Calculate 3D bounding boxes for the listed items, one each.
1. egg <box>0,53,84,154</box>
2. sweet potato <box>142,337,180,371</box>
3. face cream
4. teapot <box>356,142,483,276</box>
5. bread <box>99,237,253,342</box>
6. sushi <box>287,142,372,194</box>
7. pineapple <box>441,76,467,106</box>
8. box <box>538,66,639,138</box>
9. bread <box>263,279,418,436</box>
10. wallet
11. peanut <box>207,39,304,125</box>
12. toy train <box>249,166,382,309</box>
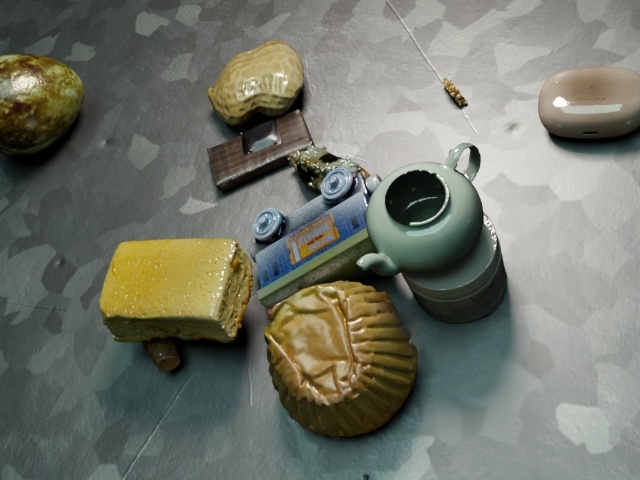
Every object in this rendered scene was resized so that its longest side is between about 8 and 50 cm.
[{"bbox_3d":[-0.713,-0.330,1.930,0.289,0.238,0.238,-20,54,-8],"label":"egg"},{"bbox_3d":[-0.347,0.149,1.613,0.067,0.059,0.281,-59,43,29],"label":"sweet potato"},{"bbox_3d":[0.232,0.040,1.413,0.177,0.153,0.177,-10,59,16],"label":"face cream"},{"bbox_3d":[0.168,-0.043,1.314,0.193,0.129,0.294,33,77,31],"label":"teapot"},{"bbox_3d":[-0.269,0.095,1.506,0.274,0.114,0.185,-3,57,24],"label":"bread"},{"bbox_3d":[0.010,-0.135,1.631,0.226,0.103,0.097,23,71,37],"label":"sushi"},{"bbox_3d":[0.275,-0.315,1.679,0.019,0.045,0.083,-38,58,10],"label":"pineapple"},{"bbox_3d":[0.518,-0.263,1.530,0.200,0.088,0.146,3,63,20],"label":"box"},{"bbox_3d":[0.027,0.199,1.364,0.274,0.149,0.274,-4,78,18],"label":"bread"},{"bbox_3d":[-0.132,-0.199,1.756,0.230,0.042,0.124,-24,57,7],"label":"wallet"},{"bbox_3d":[-0.147,-0.352,1.814,0.233,0.110,0.197,-16,56,8],"label":"peanut"},{"bbox_3d":[0.000,0.000,1.504,0.299,0.131,0.202,-31,50,20],"label":"toy train"}]
